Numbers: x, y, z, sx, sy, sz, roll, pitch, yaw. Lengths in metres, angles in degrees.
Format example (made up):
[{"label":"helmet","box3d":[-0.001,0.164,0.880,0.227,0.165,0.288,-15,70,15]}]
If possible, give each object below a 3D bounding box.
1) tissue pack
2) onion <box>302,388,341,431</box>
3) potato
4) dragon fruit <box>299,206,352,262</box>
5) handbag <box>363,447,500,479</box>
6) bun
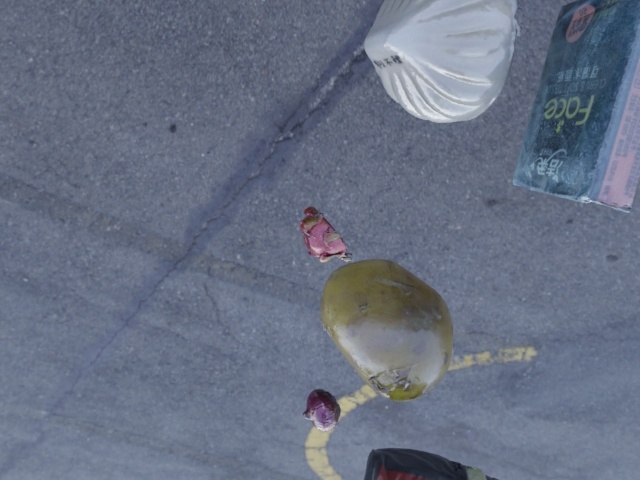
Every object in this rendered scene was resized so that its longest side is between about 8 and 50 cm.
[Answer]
[{"label":"tissue pack","box3d":[0.425,-0.217,0.877,0.103,0.228,0.315,10,99,-10]},{"label":"onion","box3d":[0.002,0.429,1.433,0.097,0.107,0.107,-20,136,-8]},{"label":"potato","box3d":[0.078,0.097,0.651,0.176,0.137,0.137,49,125,6]},{"label":"dragon fruit","box3d":[-0.003,-0.004,1.127,0.068,0.112,0.126,-39,135,-8]},{"label":"handbag","box3d":[0.120,0.377,0.644,0.182,0.254,0.181,11,161,9]},{"label":"bun","box3d":[0.158,-0.310,0.892,0.175,0.263,0.263,-11,140,-23]}]
